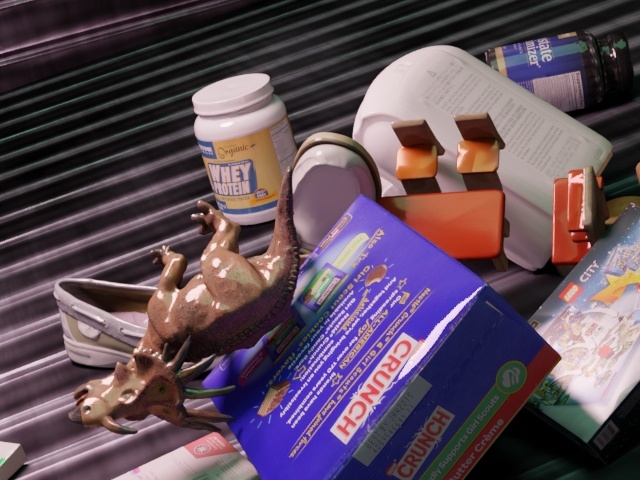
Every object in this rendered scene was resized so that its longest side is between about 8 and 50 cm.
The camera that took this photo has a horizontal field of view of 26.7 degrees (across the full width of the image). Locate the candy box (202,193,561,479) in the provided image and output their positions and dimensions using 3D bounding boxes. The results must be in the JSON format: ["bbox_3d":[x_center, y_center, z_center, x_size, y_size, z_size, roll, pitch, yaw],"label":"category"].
[{"bbox_3d":[0.045,0.126,1.284,0.268,0.122,0.317,-50,24,1],"label":"candy box"}]

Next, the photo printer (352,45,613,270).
[{"bbox_3d":[0.200,-0.121,1.720,0.307,0.107,0.256,33,38,6],"label":"photo printer"}]

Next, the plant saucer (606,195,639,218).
[{"bbox_3d":[0.388,-0.037,1.727,0.083,0.013,0.083,-13,23,6],"label":"plant saucer"}]

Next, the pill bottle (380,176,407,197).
[{"bbox_3d":[0.144,-0.084,1.846,0.131,0.131,0.229,-9,24,16],"label":"pill bottle"}]

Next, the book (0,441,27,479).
[{"bbox_3d":[-0.418,0.266,1.537,0.144,0.035,0.096,0,31,31],"label":"book"}]

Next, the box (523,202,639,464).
[{"bbox_3d":[0.290,0.084,1.311,0.233,0.044,0.159,-48,36,-6],"label":"box"}]

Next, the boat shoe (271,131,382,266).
[{"bbox_3d":[0.000,0.000,1.590,0.113,0.302,0.103,15,54,4],"label":"boat shoe"}]

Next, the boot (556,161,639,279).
[{"bbox_3d":[0.401,-0.035,1.624,0.236,0.089,0.269,-4,24,12],"label":"boot"}]

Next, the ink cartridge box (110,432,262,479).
[{"bbox_3d":[-0.157,0.270,1.298,0.198,0.067,0.115,-23,23,-20],"label":"ink cartridge box"}]

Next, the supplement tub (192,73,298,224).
[{"bbox_3d":[-0.109,-0.140,2.057,0.144,0.200,0.144,-14,22,6],"label":"supplement tub"}]

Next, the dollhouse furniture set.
[{"bbox_3d":[0.179,-0.017,1.475,0.259,0.135,0.262,-4,66,20],"label":"dollhouse furniture set"}]

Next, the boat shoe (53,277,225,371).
[{"bbox_3d":[-0.201,0.097,1.688,0.320,0.103,0.118,0,27,35],"label":"boat shoe"}]

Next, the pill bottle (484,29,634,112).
[{"bbox_3d":[0.374,-0.260,2.118,0.219,0.123,0.123,-11,23,8],"label":"pill bottle"}]

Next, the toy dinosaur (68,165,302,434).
[{"bbox_3d":[-0.096,0.075,1.304,0.295,0.127,0.200,-42,27,15],"label":"toy dinosaur"}]
